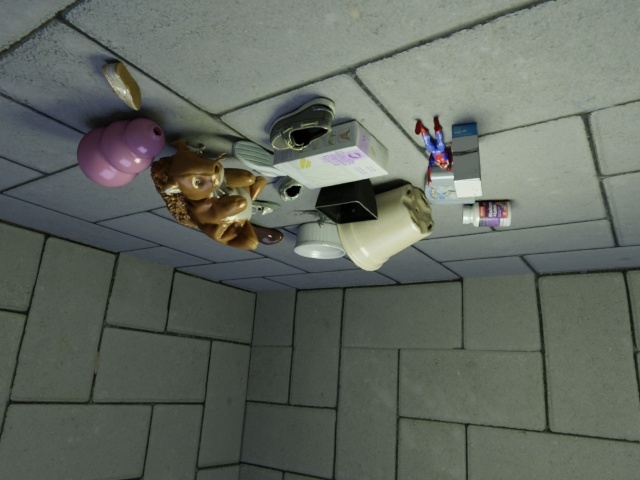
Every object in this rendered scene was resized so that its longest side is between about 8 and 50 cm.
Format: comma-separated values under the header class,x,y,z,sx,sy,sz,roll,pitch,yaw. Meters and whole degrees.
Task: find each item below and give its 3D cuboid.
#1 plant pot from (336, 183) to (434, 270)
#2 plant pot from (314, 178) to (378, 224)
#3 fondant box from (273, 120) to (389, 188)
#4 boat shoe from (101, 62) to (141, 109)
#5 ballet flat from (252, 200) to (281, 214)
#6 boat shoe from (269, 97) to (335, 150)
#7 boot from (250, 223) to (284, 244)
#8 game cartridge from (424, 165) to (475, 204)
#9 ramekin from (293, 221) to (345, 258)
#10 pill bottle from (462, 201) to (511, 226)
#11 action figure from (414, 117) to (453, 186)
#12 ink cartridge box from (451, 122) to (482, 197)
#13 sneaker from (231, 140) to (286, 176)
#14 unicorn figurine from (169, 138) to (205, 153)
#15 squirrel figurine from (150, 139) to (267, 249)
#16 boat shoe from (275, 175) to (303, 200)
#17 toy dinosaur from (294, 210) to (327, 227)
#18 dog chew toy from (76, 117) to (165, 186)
class,x,y,z,sx,sy,sz,roll,pitch,yaw
plant pot,0.286,-0.078,1.989,0.306,0.333,0.334,-25,149,37
plant pot,0.107,-0.178,1.860,0.188,0.166,0.187,-7,157,31
fondant box,0.037,-0.284,1.652,0.331,0.096,0.238,-8,160,33
boat shoe,-0.559,-0.435,1.345,0.059,0.062,0.170,5,154,5
ballet flat,-0.287,-0.151,2.225,0.213,0.068,0.072,11,162,-24
boat shoe,-0.069,-0.340,1.490,0.109,0.091,0.305,17,159,-35
boot,-0.336,-0.042,2.563,0.249,0.090,0.207,3,166,14
game cartridge,0.510,-0.210,1.874,0.198,0.062,0.297,-5,162,14
ramekin,0.000,0.000,2.556,0.278,0.135,0.277,3,164,1
pill bottle,0.713,-0.113,2.055,0.194,0.108,0.108,-1,163,14
action figure,0.378,-0.271,1.561,0.092,0.138,0.280,-3,165,25
ink cartridge box,0.461,-0.249,1.504,0.082,0.190,0.139,-2,162,20
sneaker,-0.224,-0.280,1.725,0.091,0.094,0.258,-18,154,41
unicorn figurine,-0.471,-0.321,1.727,0.111,0.060,0.162,-5,147,45
squirrel figurine,-0.420,-0.166,1.620,0.397,0.280,0.370,5,163,24
boat shoe,-0.124,-0.213,1.929,0.109,0.094,0.302,6,163,-8
toy dinosaur,0.022,-0.113,2.307,0.268,0.064,0.118,0,157,21
dog chew toy,-0.648,-0.304,1.583,0.332,0.206,0.207,-17,155,31
